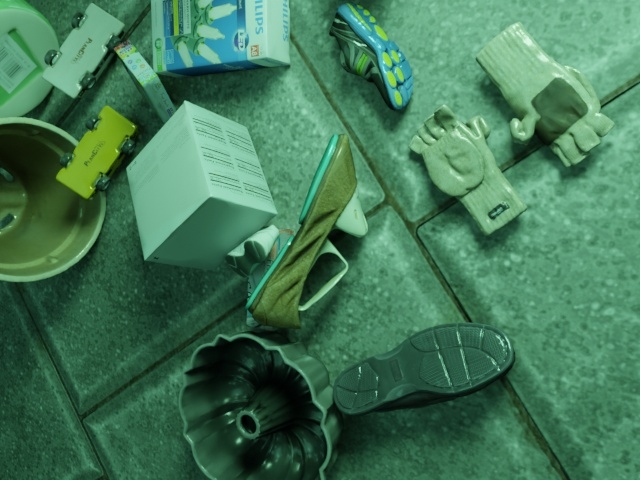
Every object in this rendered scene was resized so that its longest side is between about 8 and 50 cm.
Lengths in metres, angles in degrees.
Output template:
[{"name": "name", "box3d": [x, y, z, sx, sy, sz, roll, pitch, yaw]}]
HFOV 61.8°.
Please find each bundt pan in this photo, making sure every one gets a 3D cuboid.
[{"name": "bundt pan", "box3d": [-0.098, 0.314, 0.980, 0.330, 0.124, 0.331, 4, 98, 29]}]

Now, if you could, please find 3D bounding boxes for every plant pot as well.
[{"name": "plant pot", "box3d": [-0.708, -0.090, 1.184, 0.305, 0.333, 0.334, 5, 100, 40]}]

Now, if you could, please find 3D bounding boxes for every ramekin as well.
[{"name": "ramekin", "box3d": [-0.711, -0.399, 1.134, 0.148, 0.303, 0.303, 34, 112, 14]}]

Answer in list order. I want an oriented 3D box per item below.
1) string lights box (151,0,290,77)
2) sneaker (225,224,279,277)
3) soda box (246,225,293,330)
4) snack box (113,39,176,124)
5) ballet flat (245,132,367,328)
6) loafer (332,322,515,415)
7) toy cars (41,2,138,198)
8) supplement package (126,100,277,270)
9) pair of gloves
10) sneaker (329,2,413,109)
[{"name": "string lights box", "box3d": [-0.180, -0.373, 0.955, 0.259, 0.076, 0.133, 3, 98, 29]}, {"name": "sneaker", "box3d": [-0.114, 0.020, 0.920, 0.054, 0.061, 0.152, 50, 144, -8]}, {"name": "soda box", "box3d": [-0.093, 0.068, 0.980, 0.063, 0.058, 0.183, 8, 101, 28]}, {"name": "snack box", "box3d": [-0.329, -0.298, 1.020, 0.037, 0.141, 0.100, -38, 75, -10]}, {"name": "ballet flat", "box3d": [0.000, 0.000, 0.881, 0.124, 0.116, 0.342, 27, 95, -5]}, {"name": "loafer", "box3d": [0.165, 0.210, 0.850, 0.302, 0.095, 0.109, -25, 55, 26]}, {"name": "toy cars", "box3d": [-0.474, -0.285, 1.127, 0.176, 0.087, 0.394, -7, 93, -4]}, {"name": "supplement package", "box3d": [-0.214, -0.088, 0.943, 0.194, 0.149, 0.203, -38, 59, 29]}, {"name": "pair of gloves", "box3d": [0.260, -0.152, 0.757, 0.204, 0.042, 0.240, 48, 119, 12]}, {"name": "sneaker", "box3d": [0.078, -0.281, 0.838, 0.188, 0.067, 0.078, 57, 140, 9]}]
